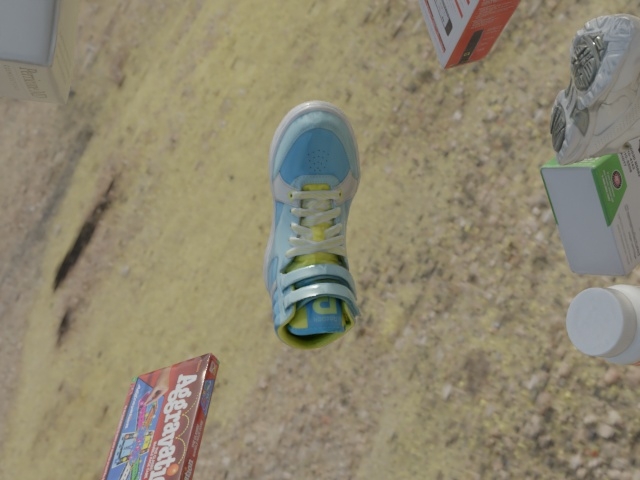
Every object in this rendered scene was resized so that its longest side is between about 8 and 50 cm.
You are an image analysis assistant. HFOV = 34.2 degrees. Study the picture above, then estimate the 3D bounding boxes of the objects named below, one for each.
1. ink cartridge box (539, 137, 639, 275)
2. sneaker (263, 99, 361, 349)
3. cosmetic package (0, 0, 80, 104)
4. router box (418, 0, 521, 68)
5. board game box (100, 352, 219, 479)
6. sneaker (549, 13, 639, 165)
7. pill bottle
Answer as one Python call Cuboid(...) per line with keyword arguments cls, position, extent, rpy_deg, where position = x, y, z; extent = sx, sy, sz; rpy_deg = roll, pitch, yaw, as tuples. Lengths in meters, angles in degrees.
Cuboid(cls="ink cartridge box", position=(0.518, -0.094, 1.761), extent=(0.278, 0.201, 0.117), rpy_deg=(-34, 22, -34))
Cuboid(cls="sneaker", position=(0.000, 0.000, 1.316), extent=(0.208, 0.127, 0.319), rpy_deg=(-105, 16, -54))
Cuboid(cls="cosmetic package", position=(-0.291, -0.206, 0.834), extent=(0.151, 0.184, 0.151), rpy_deg=(157, 119, -80))
Cuboid(cls="router box", position=(0.201, -0.475, 1.622), extent=(0.301, 0.082, 0.335), rpy_deg=(112, 141, -80))
Cuboid(cls="board game box", position=(-0.225, 0.281, 1.404), extent=(0.145, 0.027, 0.281), rpy_deg=(-19, 37, 23))
Cuboid(cls="sneaker", position=(0.327, -0.168, 1.134), extent=(0.232, 0.115, 0.090), rpy_deg=(95, 171, -65))
Cuboid(cls="pill bottle", position=(0.479, 0.129, 1.571), extent=(0.121, 0.221, 0.121), rpy_deg=(-10, 77, 50))
